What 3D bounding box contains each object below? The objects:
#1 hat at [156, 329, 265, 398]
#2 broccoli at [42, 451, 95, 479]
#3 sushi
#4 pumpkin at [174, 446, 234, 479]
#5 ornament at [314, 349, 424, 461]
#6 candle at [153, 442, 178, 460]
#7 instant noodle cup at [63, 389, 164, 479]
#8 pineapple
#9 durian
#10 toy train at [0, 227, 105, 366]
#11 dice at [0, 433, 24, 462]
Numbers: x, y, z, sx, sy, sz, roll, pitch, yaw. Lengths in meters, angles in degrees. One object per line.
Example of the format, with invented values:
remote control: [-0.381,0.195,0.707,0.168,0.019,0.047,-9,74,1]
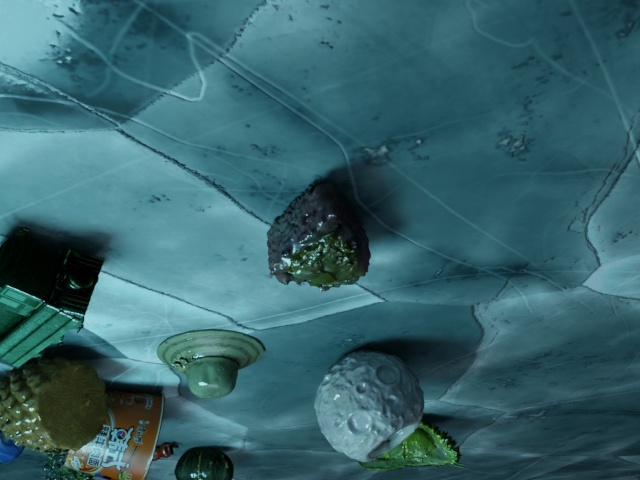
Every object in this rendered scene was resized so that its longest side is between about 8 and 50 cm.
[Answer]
hat: [-0.249,0.302,1.579,0.252,0.110,0.252,-3,148,-2]
broccoli: [-0.725,0.692,2.140,0.199,0.177,0.275,-9,167,20]
sushi: [0.016,0.004,1.130,0.161,0.107,0.241,10,146,-28]
pumpkin: [-0.378,0.752,2.265,0.190,0.146,0.190,14,162,5]
ornament: [0.109,0.375,1.622,0.259,0.225,0.259,-27,150,-17]
candle: [-0.595,0.709,2.265,0.329,0.048,0.051,-20,132,26]
instant noodle cup: [-0.517,0.485,1.735,0.192,0.250,0.250,16,144,-16]
pineapple: [-0.667,0.376,1.582,0.357,0.222,0.223,-11,150,33]
durian: [0.257,0.625,2.109,0.352,0.169,0.158,5,147,-16]
toy train: [-0.516,0.102,1.208,0.178,0.138,0.330,31,138,-30]
dice: [-0.843,0.487,1.774,0.143,0.146,0.146,-7,149,8]
